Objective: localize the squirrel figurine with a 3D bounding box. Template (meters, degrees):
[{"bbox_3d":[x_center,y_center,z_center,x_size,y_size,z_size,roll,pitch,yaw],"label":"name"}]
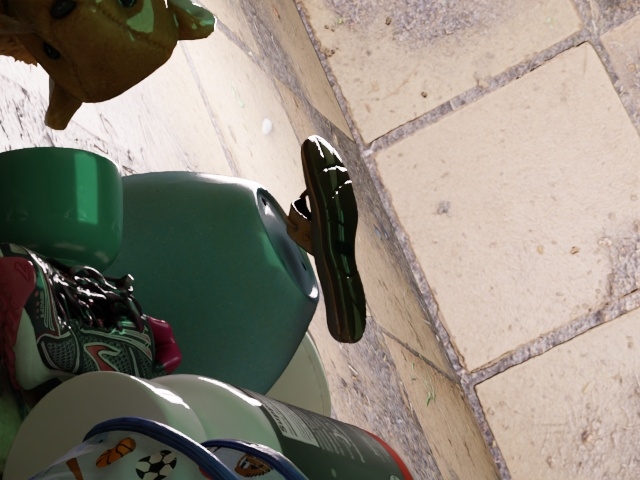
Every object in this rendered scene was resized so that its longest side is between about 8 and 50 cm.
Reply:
[{"bbox_3d":[-0.249,-0.292,1.870,0.370,0.281,0.397,55,1,11],"label":"squirrel figurine"}]

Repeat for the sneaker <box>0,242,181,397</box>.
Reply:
[{"bbox_3d":[-0.203,0.062,1.629,0.299,0.112,0.120,58,11,-72],"label":"sneaker"}]

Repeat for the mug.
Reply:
[{"bbox_3d":[-0.250,-0.013,1.710,0.129,0.158,0.097,84,2,-72],"label":"mug"}]

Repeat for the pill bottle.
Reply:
[{"bbox_3d":[-0.081,0.225,1.611,0.363,0.210,0.210,25,38,-55],"label":"pill bottle"}]

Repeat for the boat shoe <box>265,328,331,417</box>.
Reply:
[{"bbox_3d":[-0.078,0.083,2.256,0.305,0.109,0.091,56,17,-12],"label":"boat shoe"}]

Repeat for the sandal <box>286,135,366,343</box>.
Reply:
[{"bbox_3d":[0.000,0.000,1.946,0.090,0.060,0.219,24,54,-63],"label":"sandal"}]

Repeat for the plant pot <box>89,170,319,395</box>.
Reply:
[{"bbox_3d":[-0.117,0.045,1.949,0.290,0.195,0.290,58,13,-21],"label":"plant pot"}]

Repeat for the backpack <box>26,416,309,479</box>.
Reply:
[{"bbox_3d":[-0.089,0.242,1.297,0.213,0.276,0.263,-46,114,-34],"label":"backpack"}]
